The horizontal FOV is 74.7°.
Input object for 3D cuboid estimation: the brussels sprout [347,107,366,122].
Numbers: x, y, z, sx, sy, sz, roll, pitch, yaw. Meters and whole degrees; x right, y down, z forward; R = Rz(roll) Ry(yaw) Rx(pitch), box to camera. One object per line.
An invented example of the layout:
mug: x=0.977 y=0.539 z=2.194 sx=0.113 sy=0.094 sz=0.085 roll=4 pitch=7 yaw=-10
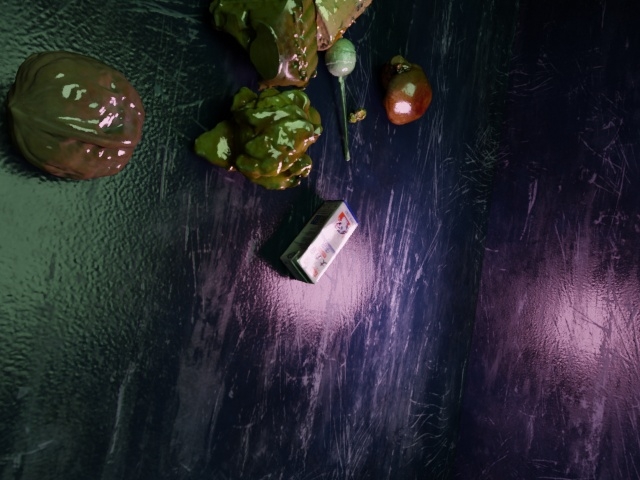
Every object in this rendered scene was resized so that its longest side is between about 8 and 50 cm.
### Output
brussels sprout: x=0.140 y=-0.494 z=1.662 sx=0.083 sy=0.051 sz=0.046 roll=-27 pitch=83 yaw=-14

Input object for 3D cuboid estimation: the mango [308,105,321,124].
mango: x=-0.066 y=-0.380 z=1.436 sx=0.122 sy=0.086 sz=0.191 roll=50 pitch=59 yaw=-39

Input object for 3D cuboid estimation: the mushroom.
mushroom: x=0.357 y=-0.629 z=1.763 sx=0.263 sy=0.195 sz=0.283 roll=-54 pitch=127 yaw=-21

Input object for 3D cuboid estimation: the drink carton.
drink carton: x=0.000 y=0.000 z=1.522 sx=0.315 sy=0.107 sz=0.130 roll=-53 pitch=125 yaw=-26

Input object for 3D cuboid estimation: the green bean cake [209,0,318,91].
green bean cake: x=-0.162 y=-0.589 z=1.232 sx=0.309 sy=0.285 sz=0.202 roll=82 pitch=17 yaw=-44

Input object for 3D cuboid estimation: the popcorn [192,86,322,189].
popcorn: x=-0.168 y=-0.318 z=1.213 sx=0.321 sy=0.290 sz=0.325 roll=4 pitch=62 yaw=-41

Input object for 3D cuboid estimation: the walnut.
walnut: x=-0.518 y=-0.264 z=0.894 sx=0.273 sy=0.273 sz=0.226 roll=-17 pitch=73 yaw=-43

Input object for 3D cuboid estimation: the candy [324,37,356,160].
candy: x=0.085 y=-0.520 z=1.582 sx=0.119 sy=0.119 sz=0.439 roll=-24 pitch=118 yaw=-41

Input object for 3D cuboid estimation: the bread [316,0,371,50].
bread: x=0.052 y=-0.860 z=1.461 sx=0.236 sy=0.165 sz=0.375 roll=51 pitch=60 yaw=-30
